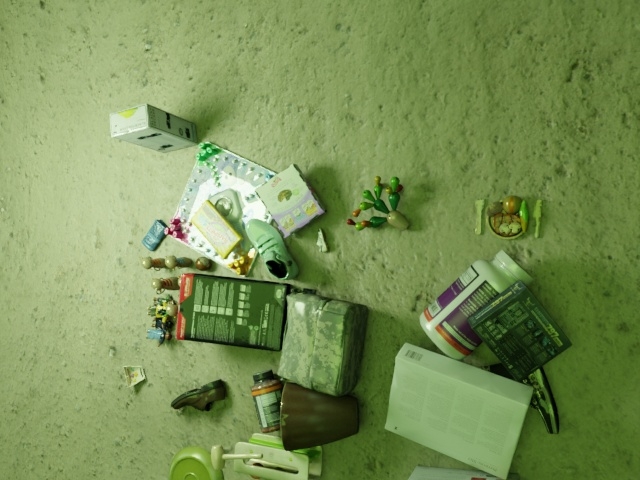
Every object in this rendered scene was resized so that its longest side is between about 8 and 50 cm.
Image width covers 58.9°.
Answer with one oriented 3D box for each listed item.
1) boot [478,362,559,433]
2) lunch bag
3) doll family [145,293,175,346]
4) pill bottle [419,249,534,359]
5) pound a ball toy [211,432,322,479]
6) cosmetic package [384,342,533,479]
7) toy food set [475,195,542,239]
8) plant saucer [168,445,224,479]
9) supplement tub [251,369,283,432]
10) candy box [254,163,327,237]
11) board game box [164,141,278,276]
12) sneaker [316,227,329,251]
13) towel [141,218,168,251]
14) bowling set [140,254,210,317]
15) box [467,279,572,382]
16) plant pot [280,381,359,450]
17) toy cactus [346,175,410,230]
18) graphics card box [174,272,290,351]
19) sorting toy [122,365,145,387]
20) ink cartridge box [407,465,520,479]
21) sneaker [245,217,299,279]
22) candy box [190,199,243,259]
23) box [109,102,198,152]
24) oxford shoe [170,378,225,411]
[{"bbox_3d":[0.573,0.451,1.641,0.178,0.085,0.236,-21,73,22],"label":"boot"},{"bbox_3d":[-0.005,0.318,1.816,0.256,0.212,0.305,8,89,22],"label":"lunch bag"},{"bbox_3d":[-0.597,0.301,2.142,0.111,0.076,0.193,4,94,18],"label":"doll family"},{"bbox_3d":[0.456,0.183,1.649,0.323,0.181,0.181,-47,72,14],"label":"pill bottle"},{"bbox_3d":[-0.178,0.742,1.869,0.319,0.208,0.136,1,88,22],"label":"pound a ball toy"},{"bbox_3d":[0.390,0.492,1.649,0.377,0.097,0.284,17,118,23],"label":"cosmetic package"},{"bbox_3d":[0.558,-0.069,1.696,0.192,0.038,0.132,2,88,23],"label":"toy food set"},{"bbox_3d":[-0.464,0.879,2.073,0.241,0.037,0.241,-1,87,22],"label":"plant saucer"},{"bbox_3d":[-0.174,0.545,1.934,0.106,0.106,0.198,-19,79,21],"label":"supplement tub"},{"bbox_3d":[-0.100,-0.135,1.924,0.165,0.070,0.196,-32,90,11],"label":"candy box"},{"bbox_3d":[-0.357,-0.120,2.073,0.390,0.050,0.390,27,98,21],"label":"board game box"},{"bbox_3d":[0.000,0.000,1.928,0.037,0.032,0.083,-18,80,21],"label":"sneaker"},{"bbox_3d":[-0.641,-0.020,2.196,0.067,0.029,0.119,41,102,18],"label":"towel"},{"bbox_3d":[-0.517,0.118,2.069,0.200,0.154,0.287,-46,73,15],"label":"bowling set"},{"bbox_3d":[0.543,0.249,1.548,0.183,0.059,0.233,-40,106,11],"label":"box"},{"bbox_3d":[0.006,0.563,1.822,0.230,0.215,0.215,-2,86,7],"label":"plant pot"},{"bbox_3d":[0.205,-0.097,1.827,0.180,0.112,0.219,39,100,0],"label":"toy cactus"},{"bbox_3d":[-0.299,0.243,1.954,0.371,0.094,0.233,5,89,6],"label":"graphics card box"},{"bbox_3d":[-0.717,0.520,2.196,0.075,0.045,0.083,-18,80,13],"label":"sorting toy"},{"bbox_3d":[0.395,0.751,1.597,0.309,0.272,0.130,-4,86,23],"label":"ink cartridge box"},{"bbox_3d":[-0.172,0.026,1.909,0.094,0.151,0.256,-40,85,7],"label":"sneaker"},{"bbox_3d":[-0.373,-0.040,2.033,0.206,0.027,0.105,46,107,18],"label":"candy box"},{"bbox_3d":[-0.597,-0.401,2.057,0.169,0.290,0.087,-9,84,23],"label":"box"},{"bbox_3d":[-0.447,0.583,2.058,0.227,0.083,0.096,-23,83,21],"label":"oxford shoe"}]
